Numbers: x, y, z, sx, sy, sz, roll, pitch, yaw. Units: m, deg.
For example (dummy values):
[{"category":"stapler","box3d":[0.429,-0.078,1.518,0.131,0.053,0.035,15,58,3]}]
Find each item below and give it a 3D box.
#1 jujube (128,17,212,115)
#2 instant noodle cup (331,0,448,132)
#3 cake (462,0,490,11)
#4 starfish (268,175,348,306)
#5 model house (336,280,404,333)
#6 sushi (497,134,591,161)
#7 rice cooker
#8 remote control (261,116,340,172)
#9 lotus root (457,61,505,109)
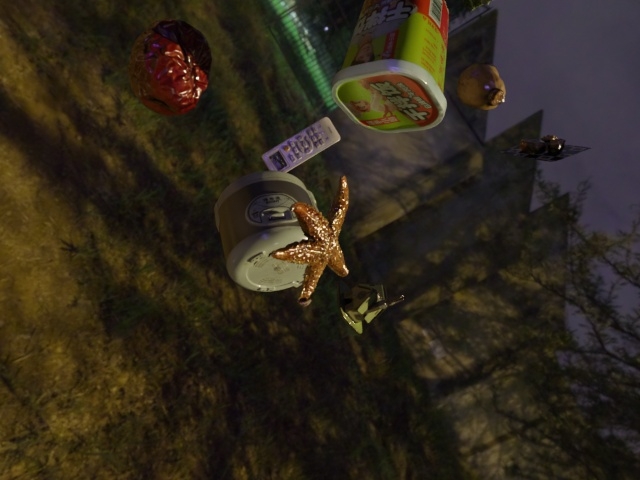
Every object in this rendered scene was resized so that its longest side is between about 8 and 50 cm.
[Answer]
[{"category":"jujube","box3d":[-0.410,-0.465,1.286,0.213,0.213,0.232,47,54,-62]},{"category":"instant noodle cup","box3d":[0.200,-0.479,1.222,0.294,0.294,0.307,46,55,-63]},{"category":"cake","box3d":[0.453,-0.813,1.396,0.099,0.100,0.235,-49,122,-44]},{"category":"starfish","box3d":[0.001,0.000,0.820,0.043,0.240,0.227,18,-3,30]},{"category":"model house","box3d":[0.237,0.250,2.101,0.205,0.279,0.218,49,25,-37]},{"category":"sushi","box3d":[0.693,-0.299,1.481,0.210,0.193,0.040,29,-48,54]},{"category":"rice cooker","box3d":[-0.136,-0.030,1.304,0.288,0.289,0.276,50,19,-54]},{"category":"remote control","box3d":[-0.077,-0.372,1.911,0.109,0.313,0.055,59,0,-2]},{"category":"lotus root","box3d":[0.561,-0.541,1.662,0.140,0.154,0.256,16,28,-17]}]
